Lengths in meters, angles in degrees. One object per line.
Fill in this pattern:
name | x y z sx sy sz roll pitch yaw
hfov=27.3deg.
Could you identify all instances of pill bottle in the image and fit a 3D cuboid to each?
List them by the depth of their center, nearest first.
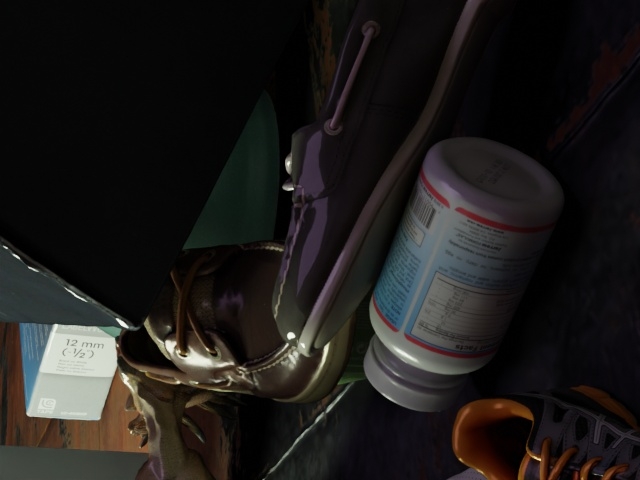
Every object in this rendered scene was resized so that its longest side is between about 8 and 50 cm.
pill bottle | 0.081 0.024 0.808 0.087 0.087 0.160 -113 36 -52

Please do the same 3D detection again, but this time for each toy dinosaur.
toy dinosaur | -0.127 0.247 1.241 0.200 0.127 0.296 -109 20 -61

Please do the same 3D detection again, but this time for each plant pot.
plant pot | -0.180 -0.027 1.319 0.293 0.196 0.293 -172 90 -71

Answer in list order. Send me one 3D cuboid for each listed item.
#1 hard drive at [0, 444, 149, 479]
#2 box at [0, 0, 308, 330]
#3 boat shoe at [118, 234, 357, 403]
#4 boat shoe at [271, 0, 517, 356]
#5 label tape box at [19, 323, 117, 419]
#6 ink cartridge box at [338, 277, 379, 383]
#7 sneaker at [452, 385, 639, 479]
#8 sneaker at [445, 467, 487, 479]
hard drive | -0.259 0.359 1.410 0.307 0.203 0.040 -105 30 -43
box | -0.279 -0.200 1.111 0.471 0.297 0.480 -3 55 49
boat shoe | -0.076 0.061 1.002 0.342 0.123 0.123 161 111 -67
boat shoe | 0.037 -0.094 0.819 0.335 0.095 0.112 -63 -15 1
label tape box | -0.322 0.038 1.801 0.249 0.115 0.348 -108 35 -46
ink cartridge box | 0.000 0.000 1.071 0.171 0.056 0.235 154 118 -66
sneaker | 0.139 0.124 0.640 0.215 0.083 0.084 -162 81 -67
sneaker | 0.002 0.220 0.768 0.292 0.169 0.108 -52 33 22
